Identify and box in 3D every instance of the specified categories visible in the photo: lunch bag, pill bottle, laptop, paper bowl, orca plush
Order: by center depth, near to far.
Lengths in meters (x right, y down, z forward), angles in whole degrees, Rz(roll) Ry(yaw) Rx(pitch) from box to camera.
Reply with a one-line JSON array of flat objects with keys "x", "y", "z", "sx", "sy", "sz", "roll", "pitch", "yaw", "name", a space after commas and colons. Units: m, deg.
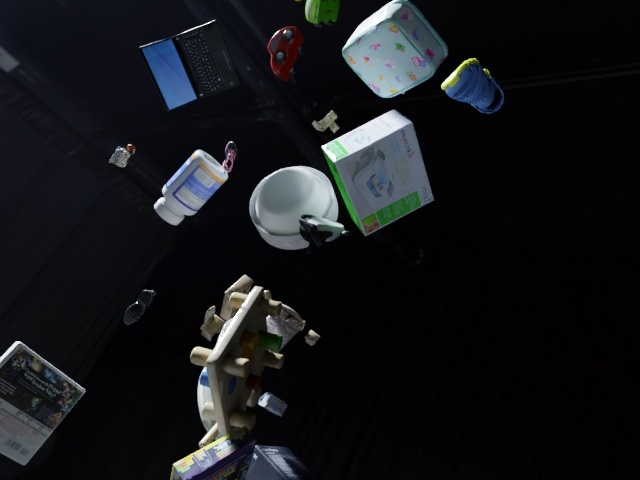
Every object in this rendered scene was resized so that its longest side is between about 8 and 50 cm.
[{"x": 0.000, "y": 0.000, "z": 1.302, "sx": 0.151, "sy": 0.102, "sz": 0.287, "roll": 19, "pitch": 8, "yaw": 0, "name": "orca plush"}, {"x": 0.203, "y": -0.518, "z": 1.312, "sx": 0.224, "sy": 0.108, "sz": 0.279, "roll": 37, "pitch": -14, "yaw": -21, "name": "lunch bag"}, {"x": -0.092, "y": -0.123, "z": 1.537, "sx": 0.284, "sy": 0.284, "sz": 0.148, "roll": 19, "pitch": -24, "yaw": 23, "name": "paper bowl"}, {"x": -0.158, "y": 0.534, "z": 1.548, "sx": 0.071, "sy": 0.053, "sz": 0.083, "roll": 37, "pitch": -28, "yaw": -14, "name": "lunch bag"}, {"x": -0.462, "y": -0.623, "z": 1.697, "sx": 0.264, "sy": 0.136, "sz": 0.234, "roll": -13, "pitch": -64, "yaw": 15, "name": "laptop"}, {"x": -0.486, "y": -0.190, "z": 1.758, "sx": 0.152, "sy": 0.272, "sz": 0.152, "roll": 44, "pitch": 10, "yaw": -9, "name": "pill bottle"}]

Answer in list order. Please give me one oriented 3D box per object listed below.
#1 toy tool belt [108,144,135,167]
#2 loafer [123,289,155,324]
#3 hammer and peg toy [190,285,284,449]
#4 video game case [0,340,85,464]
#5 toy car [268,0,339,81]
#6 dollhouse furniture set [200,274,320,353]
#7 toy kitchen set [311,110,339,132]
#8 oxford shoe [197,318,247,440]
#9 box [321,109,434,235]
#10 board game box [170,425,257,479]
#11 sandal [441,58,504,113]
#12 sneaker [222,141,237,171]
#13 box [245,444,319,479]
[{"x": -0.636, "y": -0.276, "z": 1.506, "sx": 0.051, "sy": 0.083, "sz": 0.052, "roll": 22, "pitch": -15, "yaw": 22, "name": "toy tool belt"}, {"x": -0.715, "y": 0.268, "z": 1.882, "sx": 0.062, "sy": 0.170, "sz": 0.061, "roll": 44, "pitch": 7, "yaw": 8, "name": "loafer"}, {"x": -0.181, "y": 0.323, "z": 1.114, "sx": 0.127, "sy": 0.266, "sz": 0.361, "roll": 10, "pitch": -55, "yaw": 14, "name": "hammer and peg toy"}, {"x": -0.599, "y": 0.326, "z": 0.945, "sx": 0.022, "sy": 0.173, "sz": 0.190, "roll": 4, "pitch": -42, "yaw": 38, "name": "video game case"}, {"x": -0.031, "y": -0.450, "z": 0.926, "sx": 0.053, "sy": 0.225, "sz": 0.239, "roll": 22, "pitch": -56, "yaw": 19, "name": "toy car"}, {"x": -0.207, "y": 0.319, "z": 1.755, "sx": 0.355, "sy": 0.303, "sz": 0.174, "roll": 35, "pitch": -43, "yaw": 12, "name": "dollhouse furniture set"}, {"x": 0.029, "y": -0.451, "z": 1.828, "sx": 0.068, "sy": 0.083, "sz": 0.075, "roll": 52, "pitch": 20, "yaw": 8, "name": "toy kitchen set"}, {"x": -0.257, "y": 0.388, "z": 1.437, "sx": 0.130, "sy": 0.449, "sz": 0.169, "roll": -36, "pitch": -64, "yaw": 24, "name": "oxford shoe"}, {"x": 0.163, "y": -0.186, "z": 1.316, "sx": 0.262, "sy": 0.231, "sz": 0.127, "roll": 65, "pitch": -2, "yaw": -36, "name": "box"}, {"x": -0.221, "y": 0.475, "z": 0.963, "sx": 0.048, "sy": 0.170, "sz": 0.141, "roll": 38, "pitch": -55, "yaw": 33, "name": "board game box"}, {"x": 0.489, "y": -0.470, "z": 1.473, "sx": 0.126, "sy": 0.317, "sz": 0.138, "roll": -43, "pitch": -107, "yaw": 37, "name": "sandal"}, {"x": -0.347, "y": -0.324, "z": 1.827, "sx": 0.047, "sy": 0.119, "sz": 0.057, "roll": 9, "pitch": 0, "yaw": -17, "name": "sneaker"}, {"x": -0.137, "y": 0.850, "z": 1.393, "sx": 0.312, "sy": 0.343, "sz": 0.179, "roll": 29, "pitch": -4, "yaw": 40, "name": "box"}]
